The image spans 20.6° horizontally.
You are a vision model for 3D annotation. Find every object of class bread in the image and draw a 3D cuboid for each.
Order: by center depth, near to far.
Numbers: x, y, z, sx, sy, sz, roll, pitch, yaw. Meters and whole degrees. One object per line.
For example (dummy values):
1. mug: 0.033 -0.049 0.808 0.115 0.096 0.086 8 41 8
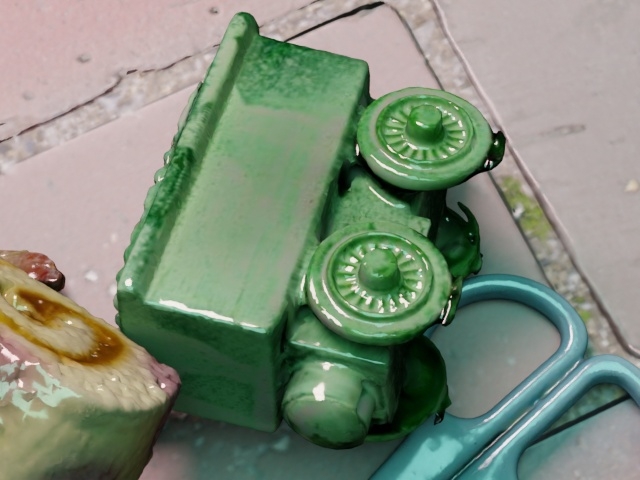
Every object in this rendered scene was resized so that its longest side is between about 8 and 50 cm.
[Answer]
1. bread: -0.229 0.184 0.995 0.187 0.155 0.338 28 102 12

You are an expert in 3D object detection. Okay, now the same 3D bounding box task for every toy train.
1. toy train: 0.000 0.000 1.083 0.202 0.145 0.266 13 53 9

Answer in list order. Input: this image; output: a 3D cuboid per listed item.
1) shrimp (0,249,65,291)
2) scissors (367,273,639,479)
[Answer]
1. shrimp: -0.196 0.069 1.147 0.251 0.052 0.143 0 67 4
2. scissors: 0.019 0.207 1.093 0.447 0.029 0.192 -41 72 -11
